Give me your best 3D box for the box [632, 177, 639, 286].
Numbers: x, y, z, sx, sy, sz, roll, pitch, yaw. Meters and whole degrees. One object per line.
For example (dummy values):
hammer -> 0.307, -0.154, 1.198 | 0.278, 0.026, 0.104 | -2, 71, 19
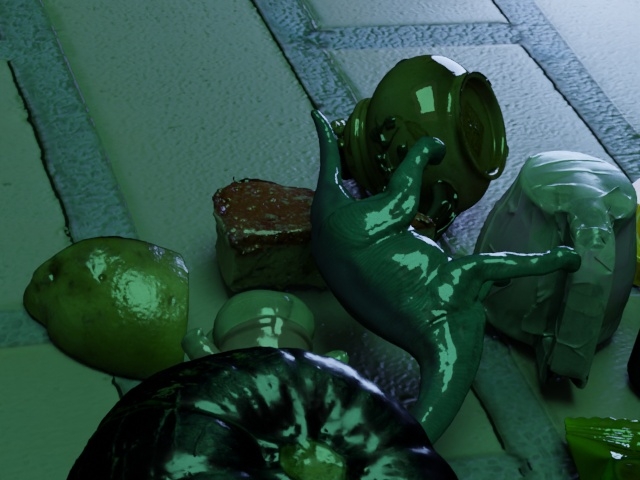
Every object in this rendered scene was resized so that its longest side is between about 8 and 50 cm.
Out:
box -> 0.418, 0.029, 1.903 | 0.269, 0.043, 0.152 | 31, 40, 24

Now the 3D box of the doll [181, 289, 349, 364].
doll -> -0.047, 0.138, 1.556 | 0.155, 0.113, 0.275 | 10, 35, -14

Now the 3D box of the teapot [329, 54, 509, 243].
teapot -> 0.092, -0.095, 1.906 | 0.182, 0.173, 0.269 | -9, 50, 28

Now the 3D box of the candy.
candy -> 0.284, 0.241, 1.550 | 0.149, 0.069, 0.246 | 7, 40, 2

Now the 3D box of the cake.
cake -> -0.009, -0.012, 1.800 | 0.220, 0.086, 0.117 | -7, 42, -23

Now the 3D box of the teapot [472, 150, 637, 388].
teapot -> 0.226, 0.015, 1.751 | 0.163, 0.178, 0.221 | 22, 37, 14

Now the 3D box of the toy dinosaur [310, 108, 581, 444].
toy dinosaur -> 0.033, 0.054, 1.609 | 0.383, 0.129, 0.331 | 34, 51, 24

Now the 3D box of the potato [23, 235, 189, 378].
potato -> -0.195, 0.061, 1.652 | 0.149, 0.081, 0.120 | 2, 34, -14

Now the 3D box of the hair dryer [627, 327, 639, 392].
hair dryer -> 0.375, 0.023, 1.772 | 0.089, 0.197, 0.251 | 15, 31, 4

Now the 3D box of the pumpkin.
pumpkin -> -0.049, 0.233, 1.331 | 0.315, 0.238, 0.315 | 19, 46, -21
